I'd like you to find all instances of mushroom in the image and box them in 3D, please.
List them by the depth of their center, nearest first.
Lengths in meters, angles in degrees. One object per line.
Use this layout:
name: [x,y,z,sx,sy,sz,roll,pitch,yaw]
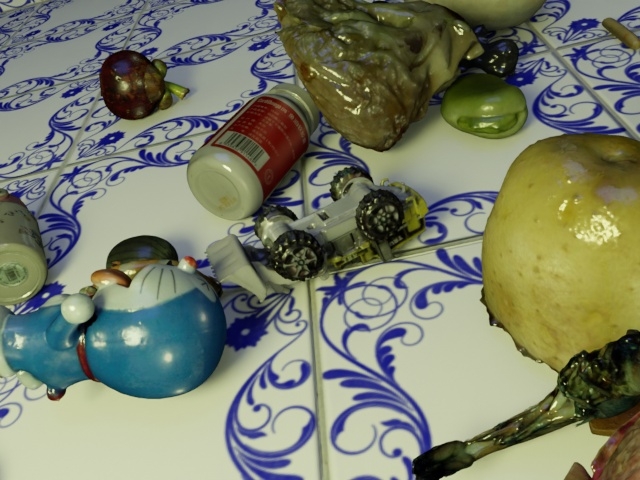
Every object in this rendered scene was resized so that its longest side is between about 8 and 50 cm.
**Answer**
mushroom: [0.294,-0.545,1.279,0.315,0.356,0.315,-16,64,37]

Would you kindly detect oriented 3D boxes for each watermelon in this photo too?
watermelon: [-0.257,0.031,0.914,0.110,0.078,0.078,-5,38,15]

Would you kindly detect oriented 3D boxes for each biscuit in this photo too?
biscuit: [0.287,0.156,0.599,0.092,0.016,0.082,-33,40,-21]

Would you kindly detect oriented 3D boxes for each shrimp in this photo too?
shrimp: [0.161,0.140,0.494,0.198,0.262,0.051,-27,67,-3]
shrimp: [-0.221,0.076,0.854,0.166,0.161,0.049,7,48,-32]

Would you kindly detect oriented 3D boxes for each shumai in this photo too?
shumai: [0.101,-0.320,1.043,0.283,0.217,0.346,-27,59,11]

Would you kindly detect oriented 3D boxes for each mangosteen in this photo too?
mangosteen: [-0.387,-0.345,1.386,0.181,0.146,0.156,-20,34,-5]

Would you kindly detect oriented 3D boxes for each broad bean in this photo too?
broad bean: [0.264,-0.217,1.043,0.124,0.082,0.174,-22,27,-8]

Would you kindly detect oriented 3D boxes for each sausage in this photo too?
sausage: [0.558,-0.385,1.185,0.024,0.024,0.132,-13,36,5]

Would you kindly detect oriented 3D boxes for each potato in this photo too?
potato: [0.284,0.004,0.626,0.242,0.242,0.285,-33,40,-21]

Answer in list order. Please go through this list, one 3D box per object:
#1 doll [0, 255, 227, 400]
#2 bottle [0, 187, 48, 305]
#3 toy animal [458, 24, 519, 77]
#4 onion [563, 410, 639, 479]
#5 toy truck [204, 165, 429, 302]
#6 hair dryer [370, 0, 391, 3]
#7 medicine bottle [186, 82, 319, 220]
doll: [-0.236,0.102,0.732,0.257,0.215,0.161,-3,75,-1]
bottle: [-0.504,-0.001,1.020,0.110,0.110,0.233,-26,38,-13]
toy animal: [0.194,-0.360,1.226,0.343,0.106,0.168,-5,38,10]
onion: [0.283,0.178,0.310,0.353,0.354,0.353,-10,37,8]
toy truck: [0.000,0.000,0.829,0.286,0.111,0.136,-24,28,-8]
hair dryer: [0.234,-0.522,1.465,0.248,0.070,0.114,-19,35,-18]
medicine bottle: [-0.102,-0.151,1.043,0.131,0.131,0.250,8,42,28]
